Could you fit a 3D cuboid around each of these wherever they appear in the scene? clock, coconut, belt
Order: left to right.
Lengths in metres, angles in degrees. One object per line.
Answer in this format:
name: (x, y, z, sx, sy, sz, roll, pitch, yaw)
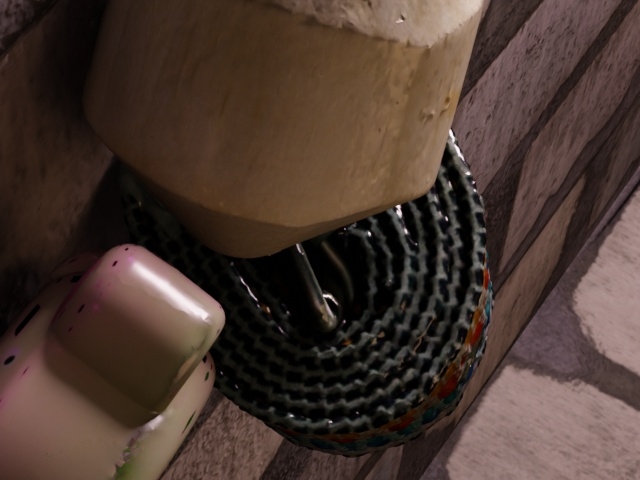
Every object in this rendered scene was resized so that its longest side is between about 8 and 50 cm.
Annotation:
clock: (-0.163, 0.131, 0.993, 0.284, 0.114, 0.309, -53, -177, -20)
coconut: (-0.021, -0.093, 1.025, 0.202, 0.202, 0.222, -37, 151, -55)
belt: (0.000, 0.000, 1.180, 0.207, 0.257, 0.150, -23, 165, 0)
